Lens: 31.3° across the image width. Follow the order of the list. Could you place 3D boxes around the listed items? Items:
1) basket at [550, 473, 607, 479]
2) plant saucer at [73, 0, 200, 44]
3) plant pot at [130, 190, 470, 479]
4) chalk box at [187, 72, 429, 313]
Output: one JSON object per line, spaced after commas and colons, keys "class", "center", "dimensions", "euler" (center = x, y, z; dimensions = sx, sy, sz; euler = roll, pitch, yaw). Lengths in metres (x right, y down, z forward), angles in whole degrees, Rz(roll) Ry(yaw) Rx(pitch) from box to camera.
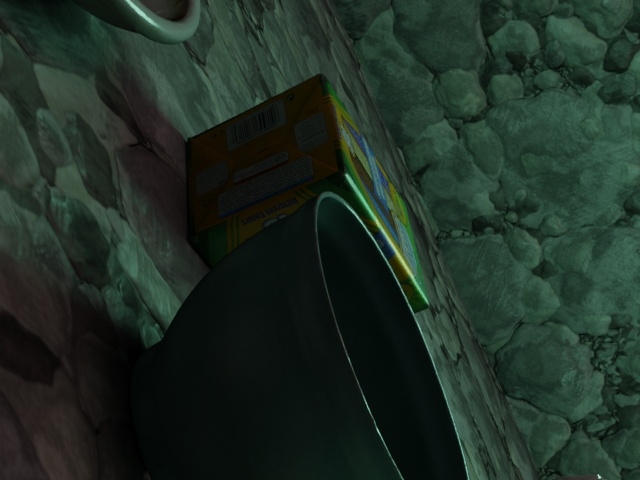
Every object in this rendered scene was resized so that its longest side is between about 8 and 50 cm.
{"class": "basket", "center": [0.086, 0.371, 0.664], "dimensions": [0.266, 0.328, 0.331], "euler": [56, 17, -47]}
{"class": "plant saucer", "center": [-0.249, -0.349, 1.054], "dimensions": [0.400, 0.101, 0.400], "euler": [59, 14, -26]}
{"class": "plant pot", "center": [-0.025, 0.132, 0.908], "dimensions": [0.293, 0.196, 0.293], "euler": [60, 16, -28]}
{"class": "chalk box", "center": [0.000, 0.000, 1.269], "dimensions": [0.289, 0.180, 0.179], "euler": [54, 18, -39]}
